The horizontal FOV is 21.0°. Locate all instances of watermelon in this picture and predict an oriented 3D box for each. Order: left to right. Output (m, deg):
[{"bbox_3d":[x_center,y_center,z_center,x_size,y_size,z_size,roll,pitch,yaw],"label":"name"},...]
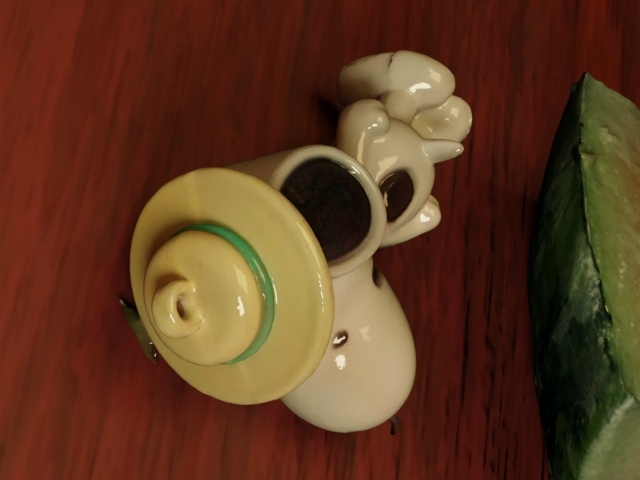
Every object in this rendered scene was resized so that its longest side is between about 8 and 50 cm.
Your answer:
[{"bbox_3d":[0.230,0.066,1.145,0.302,0.151,0.264,22,50,-30],"label":"watermelon"}]

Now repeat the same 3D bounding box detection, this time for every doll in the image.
[{"bbox_3d":[-0.007,-0.019,1.023,0.208,0.144,0.271,43,48,-41],"label":"doll"}]
